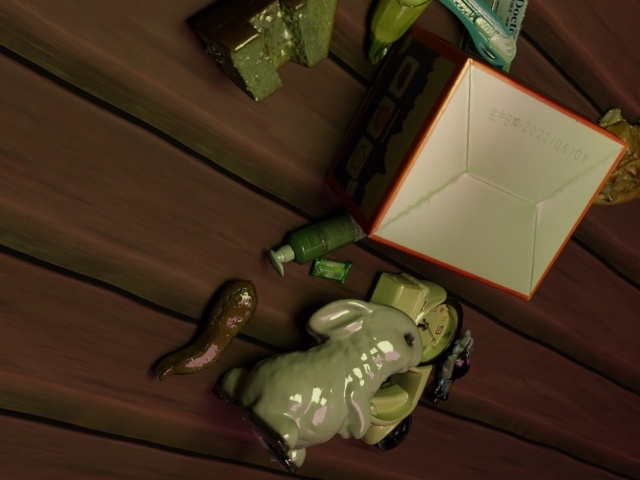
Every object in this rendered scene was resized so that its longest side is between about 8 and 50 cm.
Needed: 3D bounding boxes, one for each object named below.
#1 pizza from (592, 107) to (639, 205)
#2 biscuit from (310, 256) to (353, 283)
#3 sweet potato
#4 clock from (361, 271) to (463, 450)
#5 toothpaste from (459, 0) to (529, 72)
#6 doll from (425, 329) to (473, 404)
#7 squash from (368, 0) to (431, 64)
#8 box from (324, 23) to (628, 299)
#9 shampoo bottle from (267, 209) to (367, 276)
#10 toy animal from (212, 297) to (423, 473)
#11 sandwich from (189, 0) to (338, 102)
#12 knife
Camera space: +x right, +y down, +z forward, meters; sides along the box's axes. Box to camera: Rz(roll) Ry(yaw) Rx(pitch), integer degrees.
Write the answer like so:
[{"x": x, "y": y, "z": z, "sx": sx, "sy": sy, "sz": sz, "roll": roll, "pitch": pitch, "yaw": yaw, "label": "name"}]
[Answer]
[{"x": 0.664, "y": -0.174, "z": 1.956, "sx": 0.323, "sy": 0.089, "sz": 0.223, "roll": 2, "pitch": 117, "yaw": -39, "label": "pizza"}, {"x": 0.018, "y": 0.053, "z": 1.643, "sx": 0.089, "sy": 0.016, "sz": 0.046, "roll": 14, "pitch": 105, "yaw": -42, "label": "biscuit"}, {"x": -0.188, "y": 0.161, "z": 1.524, "sx": 0.233, "sy": 0.062, "sz": 0.081, "roll": -48, "pitch": 119, "yaw": 1, "label": "sweet potato"}, {"x": 0.140, "y": 0.253, "z": 1.799, "sx": 0.276, "sy": 0.120, "sz": 0.379, "roll": 16, "pitch": 101, "yaw": -45, "label": "clock"}, {"x": 0.292, "y": -0.300, "z": 1.604, "sx": 0.081, "sy": 0.067, "sz": 0.336, "roll": -7, "pitch": 120, "yaw": -33, "label": "toothpaste"}, {"x": 0.294, "y": 0.278, "z": 1.956, "sx": 0.096, "sy": 0.070, "sz": 0.195, "roll": -13, "pitch": 132, "yaw": -50, "label": "doll"}, {"x": 0.130, "y": -0.377, "z": 1.426, "sx": 0.090, "sy": 0.075, "sz": 0.200, "roll": 26, "pitch": 100, "yaw": -27, "label": "squash"}, {"x": 0.248, "y": -0.132, "z": 1.482, "sx": 0.349, "sy": 0.257, "sz": 0.318, "roll": 20, "pitch": 107, "yaw": -26, "label": "box"}, {"x": 0.000, "y": 0.000, "z": 1.564, "sx": 0.204, "sy": 0.065, "sz": 0.065, "roll": -23, "pitch": 128, "yaw": -25, "label": "shampoo bottle"}, {"x": 0.013, "y": 0.232, "z": 1.595, "sx": 0.357, "sy": 0.258, "sz": 0.194, "roll": -42, "pitch": 165, "yaw": -18, "label": "toy animal"}, {"x": -0.054, "y": -0.321, "z": 1.289, "sx": 0.236, "sy": 0.128, "sz": 0.122, "roll": -39, "pitch": 141, "yaw": -12, "label": "sandwich"}, {"x": 0.254, "y": -0.381, "z": 1.495, "sx": 0.222, "sy": 0.031, "sz": 0.064, "roll": 41, "pitch": 105, "yaw": -20, "label": "knife"}]
